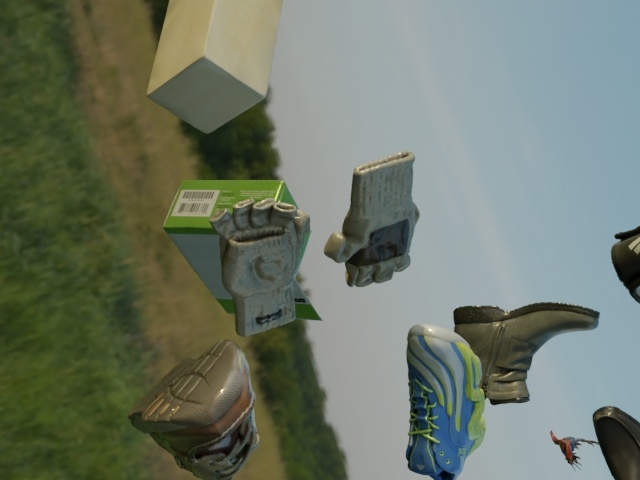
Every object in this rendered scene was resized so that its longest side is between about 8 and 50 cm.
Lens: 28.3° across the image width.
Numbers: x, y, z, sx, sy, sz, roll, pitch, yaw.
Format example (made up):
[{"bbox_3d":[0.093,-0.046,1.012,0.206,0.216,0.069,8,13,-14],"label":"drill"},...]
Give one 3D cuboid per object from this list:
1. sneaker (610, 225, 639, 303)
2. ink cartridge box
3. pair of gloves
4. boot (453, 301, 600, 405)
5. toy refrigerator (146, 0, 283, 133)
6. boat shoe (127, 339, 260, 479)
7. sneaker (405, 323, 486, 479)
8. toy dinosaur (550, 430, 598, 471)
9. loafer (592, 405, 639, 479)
[{"bbox_3d":[0.480,-0.004,1.552,0.447,0.257,0.169,46,31,-59],"label":"sneaker"},{"bbox_3d":[-0.108,0.019,2.029,0.255,0.188,0.097,60,40,-48],"label":"ink cartridge box"},{"bbox_3d":[0.000,0.000,1.409,0.204,0.240,0.042,80,-16,-51],"label":"pair of gloves"},{"bbox_3d":[0.329,0.186,2.047,0.083,0.246,0.161,39,49,-68],"label":"boot"},{"bbox_3d":[-0.101,-0.258,1.388,0.094,0.102,0.269,32,50,-31],"label":"toy refrigerator"},{"bbox_3d":[-0.110,0.182,1.298,0.116,0.123,0.324,49,-13,-4],"label":"boat shoe"},{"bbox_3d":[0.148,0.213,1.555,0.126,0.091,0.240,-65,145,-36],"label":"sneaker"},{"bbox_3d":[0.338,0.289,1.750,0.082,0.090,0.047,29,77,-55],"label":"toy dinosaur"},{"bbox_3d":[0.381,0.277,1.537,0.170,0.062,0.061,55,33,-9],"label":"loafer"}]
